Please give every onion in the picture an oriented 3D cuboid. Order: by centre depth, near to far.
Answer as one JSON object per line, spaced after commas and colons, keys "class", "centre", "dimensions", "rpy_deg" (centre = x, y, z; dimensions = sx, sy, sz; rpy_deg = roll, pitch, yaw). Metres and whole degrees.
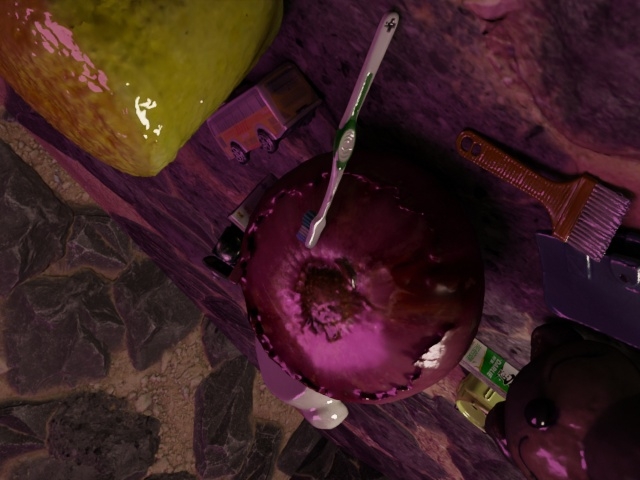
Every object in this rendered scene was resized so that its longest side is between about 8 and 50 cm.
{"class": "onion", "centre": [0.058, 0.039, 1.057], "dimensions": [0.358, 0.358, 0.345], "rpy_deg": [45, -157, -14]}

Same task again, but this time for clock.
{"class": "clock", "centre": [0.354, 0.352, 1.529], "dimensions": [0.170, 0.069, 0.232], "rpy_deg": [37, 161, 8]}

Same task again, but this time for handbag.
{"class": "handbag", "centre": [0.365, 0.056, 0.853], "dimensions": [0.229, 0.062, 0.179], "rpy_deg": [24, 155, 38]}

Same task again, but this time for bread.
{"class": "bread", "centre": [-0.240, -0.280, 0.867], "dimensions": [0.348, 0.308, 0.348], "rpy_deg": [33, 159, 14]}

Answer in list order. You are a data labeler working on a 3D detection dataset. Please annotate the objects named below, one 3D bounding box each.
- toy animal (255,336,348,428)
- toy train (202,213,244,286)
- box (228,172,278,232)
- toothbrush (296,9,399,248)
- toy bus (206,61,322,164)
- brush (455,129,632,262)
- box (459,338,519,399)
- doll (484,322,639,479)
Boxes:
{"class": "toy animal", "centre": [0.054, 0.228, 1.465], "dimensions": [0.196, 0.367, 0.241], "rpy_deg": [-24, 78, 38]}
{"class": "toy train", "centre": [-0.106, 0.052, 1.542], "dimensions": [0.221, 0.150, 0.304], "rpy_deg": [32, -177, 14]}
{"class": "box", "centre": [-0.121, -0.071, 1.411], "dimensions": [0.050, 0.117, 0.036], "rpy_deg": [45, 163, -7]}
{"class": "toothbrush", "centre": [0.032, -0.121, 0.860], "dimensions": [0.030, 0.030, 0.304], "rpy_deg": [33, 119, 21]}
{"class": "toy bus", "centre": [-0.096, -0.193, 1.140], "dimensions": [0.106, 0.092, 0.268], "rpy_deg": [55, 158, -14]}
{"class": "brush", "centre": [0.242, -0.065, 0.840], "dimensions": [0.218, 0.010, 0.082], "rpy_deg": [37, 123, 28]}
{"class": "box", "centre": [0.295, 0.223, 1.384], "dimensions": [0.207, 0.050, 0.041], "rpy_deg": [38, 164, 8]}
{"class": "doll", "centre": [0.420, 0.296, 1.008], "dimensions": [0.378, 0.252, 0.382], "rpy_deg": [43, 175, -29]}
